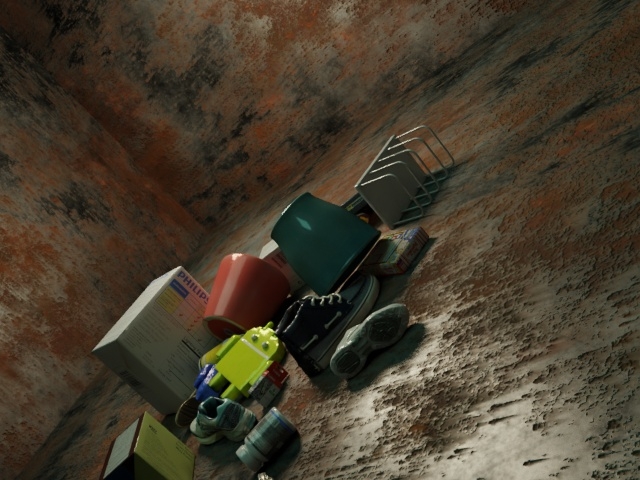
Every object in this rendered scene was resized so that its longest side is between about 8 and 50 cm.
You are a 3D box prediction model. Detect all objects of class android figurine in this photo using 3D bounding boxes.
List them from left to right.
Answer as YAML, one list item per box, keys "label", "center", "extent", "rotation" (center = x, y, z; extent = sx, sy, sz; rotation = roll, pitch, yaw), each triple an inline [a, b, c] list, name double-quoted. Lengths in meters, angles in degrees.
- label: "android figurine"
  center: [-0.217, 0.363, 1.858]
  extent: [0.273, 0.056, 0.248]
  rotation: [-47, 37, -14]

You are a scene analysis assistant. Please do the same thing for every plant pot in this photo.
- label: "plant pot"
  center: [-0.272, 0.221, 2.129]
  extent: [0.275, 0.275, 0.243]
  rotation: [-25, 34, 47]
- label: "plant pot"
  center: [0.000, 0.000, 1.840]
  extent: [0.272, 0.255, 0.272]
  rotation: [-48, -9, -11]

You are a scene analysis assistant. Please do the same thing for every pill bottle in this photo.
- label: "pill bottle"
  center: [-0.306, 0.385, 2.022]
  extent: [0.184, 0.103, 0.103]
  rotation: [-36, 17, 23]
- label: "pill bottle"
  center: [-0.128, 0.467, 1.437]
  extent: [0.137, 0.078, 0.078]
  rotation: [-46, 16, -11]

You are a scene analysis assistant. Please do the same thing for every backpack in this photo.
- label: "backpack"
  center: [-0.347, 0.459, 1.934]
  extent: [0.098, 0.101, 0.120]
  rotation: [-61, 5, 35]

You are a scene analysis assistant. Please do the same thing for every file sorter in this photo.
- label: "file sorter"
  center: [0.285, -0.212, 1.986]
  extent: [0.173, 0.193, 0.278]
  rotation: [-18, 29, 51]

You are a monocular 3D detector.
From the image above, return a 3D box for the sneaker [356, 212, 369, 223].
- label: "sneaker"
  center: [0.134, -0.032, 2.130]
  extent: [0.084, 0.070, 0.185]
  rotation: [16, 41, 34]

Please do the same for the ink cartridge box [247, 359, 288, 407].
- label: "ink cartridge box"
  center: [-0.138, 0.391, 1.678]
  extent: [0.115, 0.063, 0.029]
  rotation: [-49, 16, -20]

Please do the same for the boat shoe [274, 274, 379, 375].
- label: "boat shoe"
  center: [0.021, 0.184, 1.656]
  extent: [0.127, 0.158, 0.340]
  rotation: [-18, 30, 56]

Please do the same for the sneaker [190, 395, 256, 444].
- label: "sneaker"
  center: [-0.293, 0.484, 1.703]
  extent: [0.283, 0.122, 0.110]
  rotation: [-26, 23, 46]

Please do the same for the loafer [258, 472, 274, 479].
- label: "loafer"
  center: [-0.100, 0.529, 1.289]
  extent: [0.039, 0.045, 0.125]
  rotation: [-28, 21, -8]

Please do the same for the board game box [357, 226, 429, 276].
- label: "board game box"
  center: [0.209, 0.037, 1.789]
  extent: [0.147, 0.045, 0.193]
  rotation: [-51, 18, -24]

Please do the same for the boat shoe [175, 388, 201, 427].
- label: "boat shoe"
  center: [-0.412, 0.539, 1.977]
  extent: [0.072, 0.068, 0.190]
  rotation: [-47, 1, 35]

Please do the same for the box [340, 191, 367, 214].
- label: "box"
  center: [0.132, -0.125, 2.232]
  extent: [0.183, 0.059, 0.232]
  rotation: [-37, -5, 15]

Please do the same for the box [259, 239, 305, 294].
- label: "box"
  center: [-0.096, 0.063, 2.204]
  extent: [0.181, 0.182, 0.119]
  rotation: [-37, 19, 23]

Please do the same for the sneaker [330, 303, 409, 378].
- label: "sneaker"
  center: [0.112, 0.223, 1.478]
  extent: [0.232, 0.090, 0.115]
  rotation: [-40, 13, 9]

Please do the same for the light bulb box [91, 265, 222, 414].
- label: "light bulb box"
  center: [-0.526, 0.355, 2.166]
  extent: [0.225, 0.358, 0.361]
  rotation: [-24, 23, 44]

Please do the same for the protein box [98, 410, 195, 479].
- label: "protein box"
  center: [-0.457, 0.609, 1.633]
  extent: [0.136, 0.200, 0.201]
  rotation: [-42, 16, 4]
